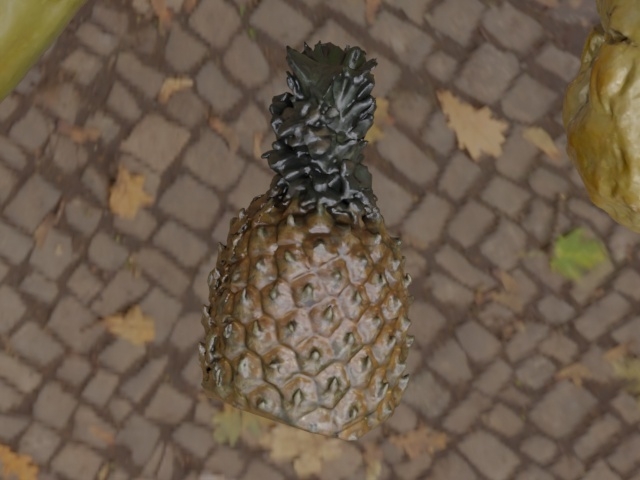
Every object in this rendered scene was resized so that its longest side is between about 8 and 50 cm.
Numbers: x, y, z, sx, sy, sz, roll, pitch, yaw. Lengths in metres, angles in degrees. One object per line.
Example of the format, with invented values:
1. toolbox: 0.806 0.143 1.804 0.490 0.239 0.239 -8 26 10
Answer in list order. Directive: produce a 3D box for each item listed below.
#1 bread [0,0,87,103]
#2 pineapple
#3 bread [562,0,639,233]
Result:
1. bread: -0.352 -0.191 1.096 0.341 0.300 0.210 -45 147 4
2. pineapple: 0.000 0.000 1.420 0.202 0.202 0.362 7 100 -7
3. bread: 0.266 -0.119 1.224 0.134 0.244 0.244 11 110 5
